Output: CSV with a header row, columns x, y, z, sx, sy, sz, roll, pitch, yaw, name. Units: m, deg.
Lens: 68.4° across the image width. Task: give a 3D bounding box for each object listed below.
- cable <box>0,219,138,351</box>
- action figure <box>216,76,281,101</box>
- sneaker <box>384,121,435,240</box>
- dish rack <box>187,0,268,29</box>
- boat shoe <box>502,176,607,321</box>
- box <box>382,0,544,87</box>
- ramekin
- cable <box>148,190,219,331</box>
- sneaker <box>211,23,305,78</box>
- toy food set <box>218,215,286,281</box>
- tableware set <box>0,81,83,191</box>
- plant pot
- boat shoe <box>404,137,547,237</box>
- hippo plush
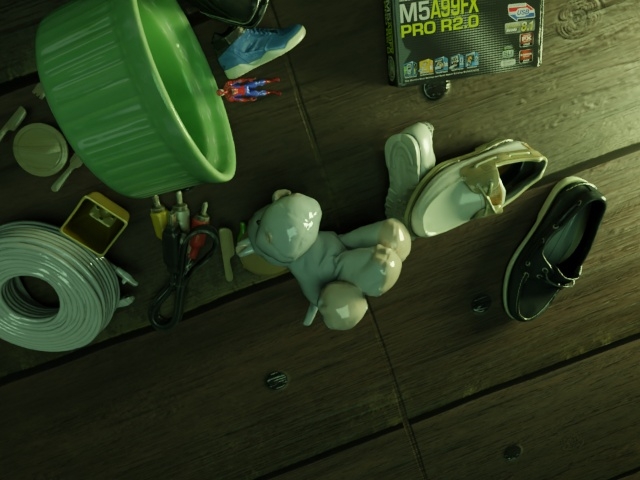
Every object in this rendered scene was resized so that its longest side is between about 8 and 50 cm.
x,y,z,sx,sy,sz,roll,pitch,yaw,name
-0.499,0.090,0.844,0.257,0.089,0.257,-34,115,17,cable
-0.121,-0.255,0.795,0.115,0.030,0.038,-16,120,-27,action figure
0.182,-0.106,0.902,0.094,0.090,0.235,-39,139,-38,sneaker
-0.111,-0.446,0.641,0.074,0.208,0.272,10,110,-41,dish rack
0.501,0.041,0.997,0.127,0.113,0.340,17,108,-16,boat shoe
0.244,-0.393,0.807,0.269,0.060,0.217,-10,113,-6,box
-0.250,-0.208,0.675,0.148,0.303,0.304,-18,114,6,ramekin
-0.261,0.050,0.903,0.139,0.072,0.288,12,118,3,cable
-0.105,-0.337,0.770,0.152,0.058,0.085,-25,122,8,sneaker
-0.102,0.007,0.927,0.191,0.038,0.133,-9,119,-17,toy food set
-0.427,-0.192,0.787,0.128,0.039,0.194,41,94,-10,tableware set
-0.388,-0.037,0.829,0.081,0.083,0.081,37,101,-21,plant pot
0.283,-0.097,0.850,0.302,0.103,0.113,-36,126,-20,boat shoe
0.000,0.000,0.840,0.236,0.294,0.234,44,76,-7,hippo plush
